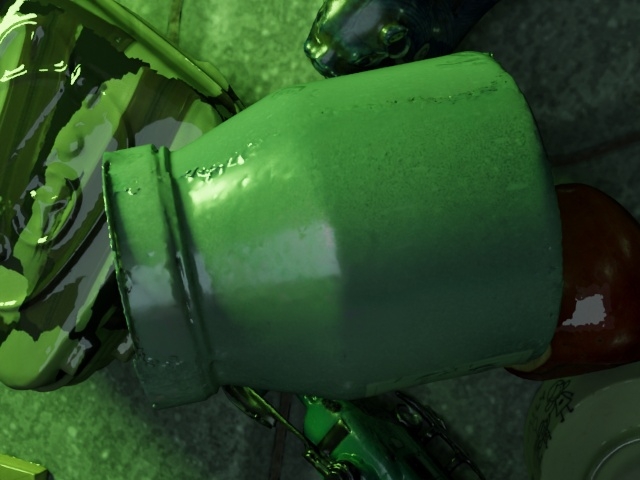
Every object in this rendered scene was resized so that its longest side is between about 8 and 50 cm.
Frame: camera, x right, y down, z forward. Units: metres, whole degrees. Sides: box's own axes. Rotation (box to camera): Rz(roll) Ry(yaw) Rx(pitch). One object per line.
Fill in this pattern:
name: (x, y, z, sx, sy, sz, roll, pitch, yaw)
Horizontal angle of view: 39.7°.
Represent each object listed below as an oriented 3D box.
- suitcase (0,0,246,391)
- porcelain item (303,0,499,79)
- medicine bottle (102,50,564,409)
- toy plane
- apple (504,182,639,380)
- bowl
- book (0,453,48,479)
suitcase: (-0.262, -0.072, 0.861, 0.339, 0.194, 0.351, 39, 99, 11)
porcelain item: (0.104, -0.234, 0.725, 0.288, 0.186, 0.138, -40, 85, 18)
medicine bottle: (0.000, 0.000, 0.663, 0.290, 0.245, 0.245, -10, 97, -6)
toy plane: (0.027, 0.188, 0.842, 0.381, 0.155, 0.106, 47, 111, 22)
apple: (0.217, 0.033, 0.752, 0.147, 0.156, 0.158, -13, 72, 22)
bowl: (0.295, 0.206, 0.774, 0.238, 0.126, 0.238, 2, 98, 16)
book: (-0.441, 0.318, 1.069, 0.231, 0.026, 0.161, 12, 103, 15)
